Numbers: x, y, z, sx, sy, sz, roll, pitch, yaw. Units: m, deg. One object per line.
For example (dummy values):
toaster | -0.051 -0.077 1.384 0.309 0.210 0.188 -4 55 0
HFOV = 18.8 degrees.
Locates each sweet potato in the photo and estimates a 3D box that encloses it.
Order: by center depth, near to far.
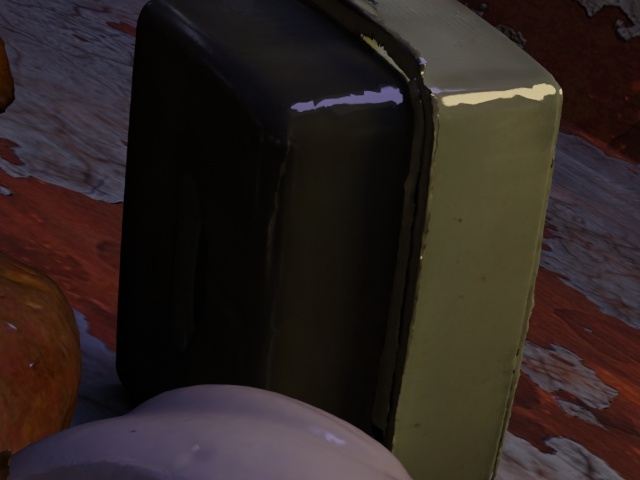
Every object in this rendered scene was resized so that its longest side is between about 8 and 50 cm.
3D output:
sweet potato | -0.166 0.058 0.884 0.131 0.131 0.336 25 17 1

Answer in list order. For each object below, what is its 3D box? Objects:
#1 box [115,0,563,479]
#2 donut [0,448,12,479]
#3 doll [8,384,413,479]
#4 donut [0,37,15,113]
box | 0.000 0.000 1.020 0.166 0.290 0.220 -9 31 -27
donut | -0.253 0.091 0.615 0.295 0.151 0.112 14 4 -3
doll | -0.021 0.162 0.648 0.251 0.221 0.221 -6 -7 39
donut | -0.393 -0.095 0.986 0.435 0.163 0.377 26 17 -1
